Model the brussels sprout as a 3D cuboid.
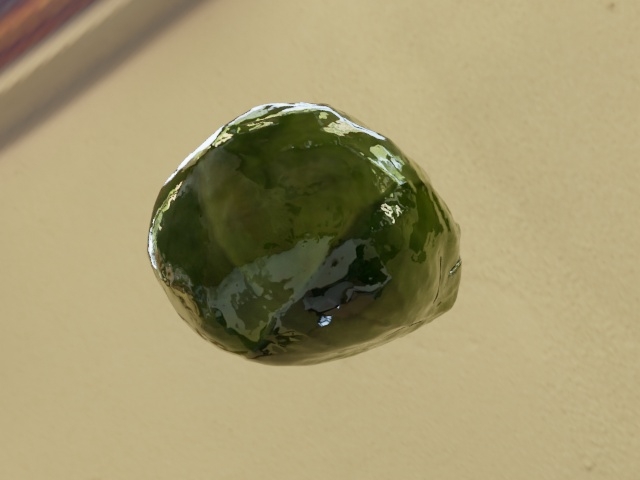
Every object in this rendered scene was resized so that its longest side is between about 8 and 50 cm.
[{"bbox_3d":[0.000,0.000,1.187,0.219,0.271,0.210,-53,-132,27],"label":"brussels sprout"}]
